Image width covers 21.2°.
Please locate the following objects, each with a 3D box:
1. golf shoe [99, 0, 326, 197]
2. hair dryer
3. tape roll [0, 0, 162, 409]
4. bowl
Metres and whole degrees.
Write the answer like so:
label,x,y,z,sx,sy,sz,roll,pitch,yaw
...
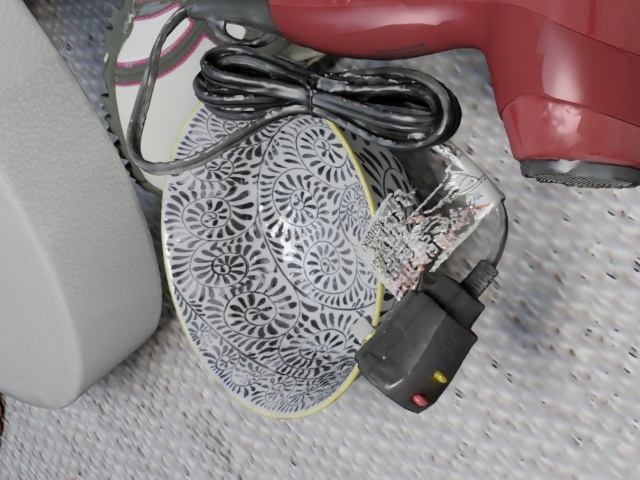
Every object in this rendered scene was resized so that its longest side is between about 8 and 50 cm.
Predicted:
label,x,y,z,sx,sy,sz,roll,pitch,yaw
golf shoe,-0.032,-0.120,0.868,0.120,0.105,0.273,43,128,34
hair dryer,0.049,-0.094,0.719,0.223,0.080,0.293,46,103,17
tape roll,-0.252,-0.067,1.042,0.392,0.072,0.392,37,151,25
bowl,0.000,0.000,0.859,0.170,0.080,0.170,11,105,48
